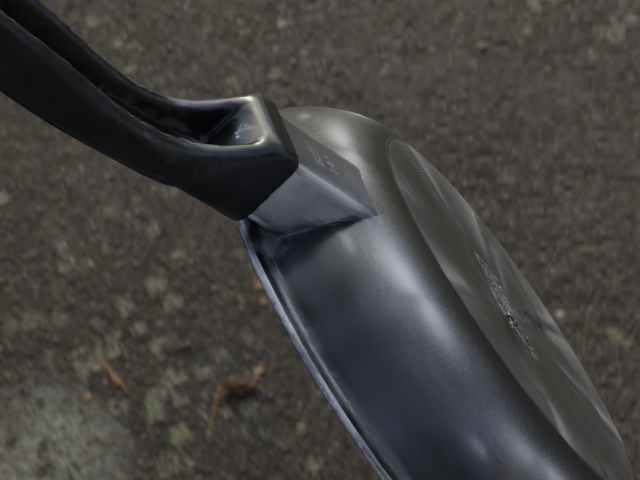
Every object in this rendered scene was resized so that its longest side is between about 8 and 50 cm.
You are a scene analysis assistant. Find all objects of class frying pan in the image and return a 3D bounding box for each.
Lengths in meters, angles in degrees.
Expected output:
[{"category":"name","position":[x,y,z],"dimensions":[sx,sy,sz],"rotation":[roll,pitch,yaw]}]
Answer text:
[{"category":"frying pan","position":[0.000,-0.011,0.509],"dimensions":[0.053,0.326,0.197],"rotation":[-35,22,12]}]
